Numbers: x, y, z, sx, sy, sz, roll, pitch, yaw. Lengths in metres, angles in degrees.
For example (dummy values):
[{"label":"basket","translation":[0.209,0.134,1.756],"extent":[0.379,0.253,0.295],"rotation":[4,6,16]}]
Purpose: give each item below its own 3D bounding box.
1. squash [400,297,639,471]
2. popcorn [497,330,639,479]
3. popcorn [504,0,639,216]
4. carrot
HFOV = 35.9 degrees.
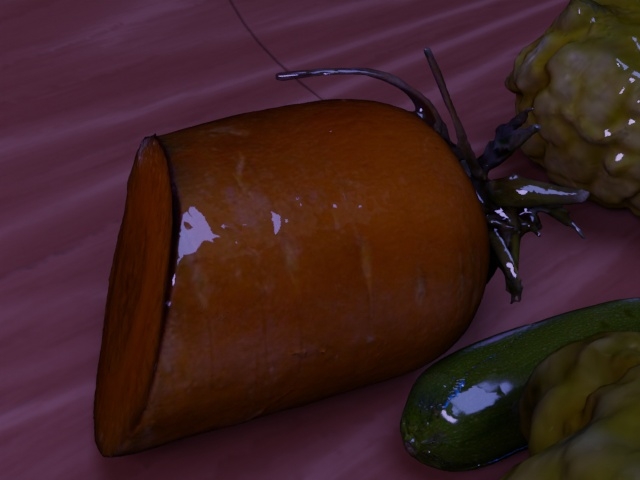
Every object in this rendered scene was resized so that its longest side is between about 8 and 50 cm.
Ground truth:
[{"label":"squash","translation":[0.199,0.089,0.701],"extent":[0.332,0.087,0.087],"rotation":[-9,48,-26]},{"label":"popcorn","translation":[0.184,0.179,0.445],"extent":[0.292,0.293,0.334],"rotation":[32,42,20]},{"label":"popcorn","translation":[0.293,-0.140,0.869],"extent":[0.249,0.225,0.249],"rotation":[4,46,-4]},{"label":"carrot","translation":[0.000,0.000,0.653],"extent":[0.331,0.193,0.214],"rotation":[-9,75,-25]}]
